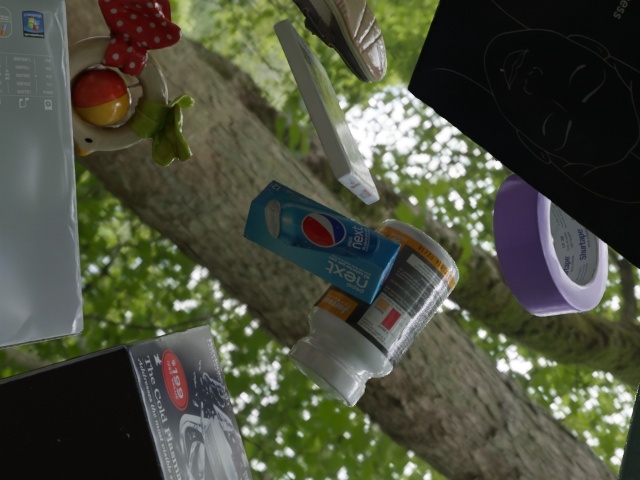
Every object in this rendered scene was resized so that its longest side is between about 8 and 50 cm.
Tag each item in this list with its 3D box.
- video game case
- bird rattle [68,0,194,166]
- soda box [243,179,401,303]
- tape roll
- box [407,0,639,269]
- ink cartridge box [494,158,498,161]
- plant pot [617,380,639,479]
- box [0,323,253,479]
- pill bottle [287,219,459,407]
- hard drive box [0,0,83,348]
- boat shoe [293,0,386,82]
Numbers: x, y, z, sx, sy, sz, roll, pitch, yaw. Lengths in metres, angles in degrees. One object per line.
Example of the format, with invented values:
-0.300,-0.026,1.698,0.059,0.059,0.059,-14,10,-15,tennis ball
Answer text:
0.014,-0.169,1.097,0.026,0.227,0.206,-24,169,10,video game case
-0.276,-0.214,1.105,0.206,0.254,0.143,-21,-136,-10,bird rattle
0.000,0.000,1.118,0.067,0.210,0.071,-52,165,-47,soda box
0.426,-0.002,1.454,0.090,0.275,0.275,-14,-144,41,tape roll
0.423,-0.273,0.965,0.297,0.472,0.480,-35,159,-31,box
0.432,-0.262,1.489,0.234,0.193,0.088,-7,-169,13,ink cartridge box
0.334,0.093,0.428,0.247,0.252,0.247,-14,-158,-19,plant pot
-0.199,0.287,0.894,0.178,0.343,0.312,-16,176,5,box
0.083,0.116,1.269,0.278,0.162,0.162,-50,-156,-15,pill bottle
-0.258,-0.049,0.578,0.089,0.232,0.181,-8,-173,-42,hard drive box
0.013,-0.380,1.311,0.092,0.285,0.103,-13,-143,36,boat shoe
